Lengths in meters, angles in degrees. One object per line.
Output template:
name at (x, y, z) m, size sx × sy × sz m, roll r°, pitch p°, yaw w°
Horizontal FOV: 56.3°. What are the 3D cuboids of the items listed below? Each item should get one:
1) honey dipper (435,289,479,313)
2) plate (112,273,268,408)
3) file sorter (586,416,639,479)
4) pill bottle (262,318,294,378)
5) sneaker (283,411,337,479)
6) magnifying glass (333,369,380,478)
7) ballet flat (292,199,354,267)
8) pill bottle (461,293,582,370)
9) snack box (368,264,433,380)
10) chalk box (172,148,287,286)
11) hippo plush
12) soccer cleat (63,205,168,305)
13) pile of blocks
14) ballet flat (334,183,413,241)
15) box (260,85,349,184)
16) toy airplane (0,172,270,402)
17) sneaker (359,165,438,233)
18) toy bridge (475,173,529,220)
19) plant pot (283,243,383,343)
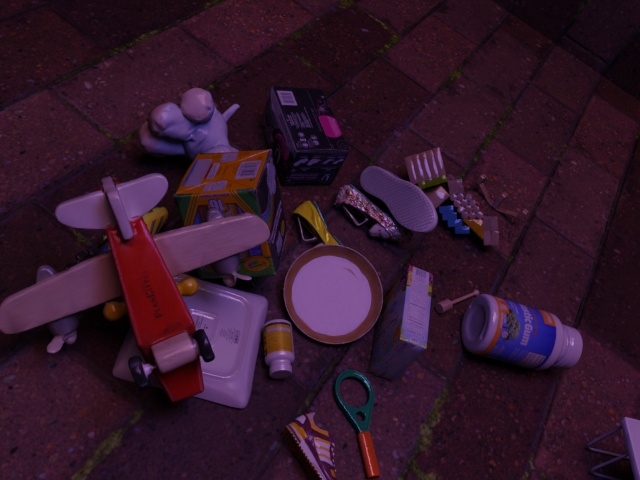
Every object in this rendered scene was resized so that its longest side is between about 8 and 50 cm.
honey dipper at (0.365, 0.156, 1.581) m, size 0.161 × 0.030 × 0.030 m, roll -17°, pitch 63°, yaw -37°
plate at (-0.256, 0.188, 1.257) m, size 0.278 × 0.045 × 0.277 m, roll 18°, pitch 49°, yaw -11°
file sorter at (0.734, 0.574, 1.332) m, size 0.193 × 0.173 × 0.277 m, roll 16°, pitch 49°, yaw -12°
pill bottle at (-0.089, 0.234, 1.284) m, size 0.065 × 0.065 × 0.116 m, roll 7°, pitch 52°, yaw -20°
sneaker at (0.007, 0.426, 1.178) m, size 0.084 × 0.069 × 0.185 m, roll -24°, pitch 68°, yaw -31°
magnifying glass at (0.085, 0.387, 1.278) m, size 0.092 × 0.026 × 0.231 m, roll 2°, pitch 52°, yaw -24°
ballet flat at (0.000, 0.000, 1.510) m, size 0.077 × 0.077 × 0.231 m, roll -26°, pitch 66°, yaw -14°
pill bottle at (0.507, 0.238, 1.500) m, size 0.272 × 0.152 × 0.152 m, roll 16°, pitch 50°, yaw -12°
snack box at (0.184, 0.189, 1.372) m, size 0.070 × 0.174 × 0.207 m, roll 20°, pitch 48°, yaw -8°
chalk box at (-0.182, -0.032, 1.326) m, size 0.179 × 0.289 × 0.180 m, roll -2°, pitch 36°, yaw 9°
hippo plush at (-0.294, -0.206, 1.476) m, size 0.236 × 0.234 × 0.294 m, roll 62°, pitch 10°, yaw 4°
soccer cleat at (-0.420, 0.028, 1.294) m, size 0.121 × 0.093 × 0.289 m, roll 57°, pitch 41°, yaw -18°
pile of blocks at (0.380, -0.112, 1.761) m, size 0.362 × 0.149 × 0.112 m, roll 51°, pitch 7°, yaw 6°
ballet flat at (0.136, -0.057, 1.616) m, size 0.241 × 0.091 × 0.077 m, roll 38°, pitch 79°, yaw 12°
box at (-0.052, -0.287, 1.653) m, size 0.163 × 0.142 × 0.247 m, roll -4°, pitch 56°, yaw -26°
toy airplane at (-0.333, 0.063, 1.114) m, size 0.386 × 0.272 × 0.384 m, roll 25°, pitch 81°, yaw -14°
sneaker at (0.246, -0.104, 1.626) m, size 0.161 × 0.102 × 0.282 m, roll 22°, pitch 21°, yaw -47°
toy bridge at (0.558, -0.124, 1.860) m, size 0.188 × 0.063 × 0.026 m, roll 44°, pitch 50°, yaw 13°
plant pot at (0.028, 0.126, 1.401) m, size 0.236 × 0.032 × 0.236 m, roll 3°, pitch 73°, yaw -11°
